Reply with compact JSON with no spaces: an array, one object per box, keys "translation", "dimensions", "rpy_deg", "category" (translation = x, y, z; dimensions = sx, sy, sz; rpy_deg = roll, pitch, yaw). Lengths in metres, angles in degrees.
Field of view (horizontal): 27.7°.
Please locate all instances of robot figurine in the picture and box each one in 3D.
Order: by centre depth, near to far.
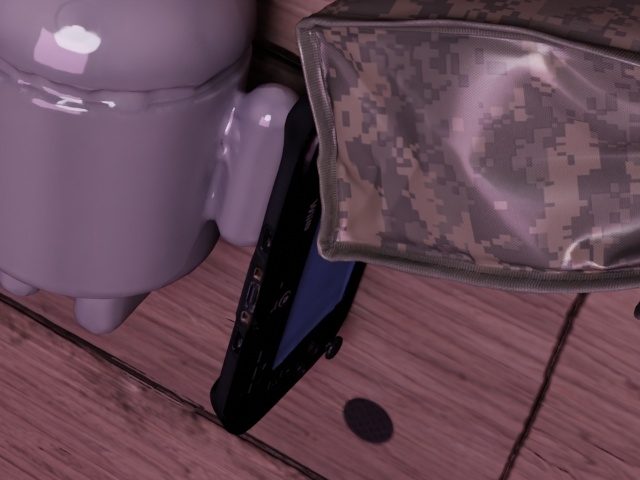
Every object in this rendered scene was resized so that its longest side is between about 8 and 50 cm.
[{"translation":[-0.155,-0.102,0.919],"dimensions":[0.299,0.200,0.354],"rpy_deg":[22,130,10],"category":"robot figurine"}]

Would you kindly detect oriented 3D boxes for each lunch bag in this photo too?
[{"translation":[0.172,-0.074,0.696],"dimensions":[0.287,0.235,0.169],"rpy_deg":[8,118,30],"category":"lunch bag"}]

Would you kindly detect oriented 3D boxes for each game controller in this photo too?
[{"translation":[0.000,0.000,0.907],"dimensions":[0.067,0.166,0.319],"rpy_deg":[25,131,9],"category":"game controller"}]
